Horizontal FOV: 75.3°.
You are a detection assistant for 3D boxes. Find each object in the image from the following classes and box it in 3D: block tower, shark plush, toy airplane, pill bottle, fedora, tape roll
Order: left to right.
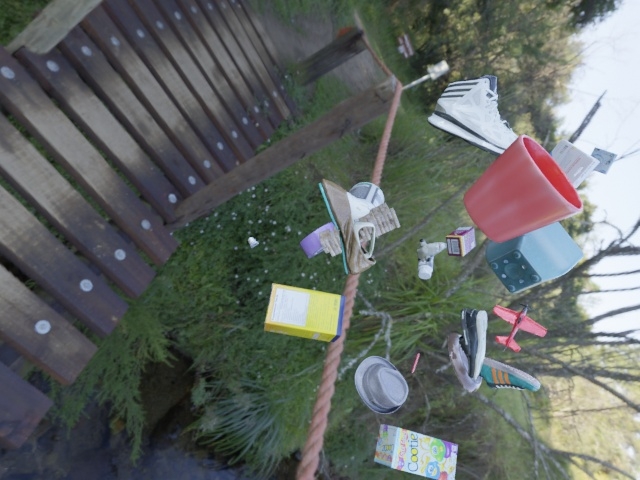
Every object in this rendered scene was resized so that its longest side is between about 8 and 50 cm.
[{"bbox_3d":[0.000,0.000,1.944,0.080,0.189,0.189,57,19,8],"label":"tape roll"},{"bbox_3d":[0.164,-0.047,1.783,0.097,0.335,0.091,-102,166,-56],"label":"block tower"},{"bbox_3d":[0.202,-0.145,2.102,0.204,0.204,0.361,62,26,-17],"label":"pill bottle"},{"bbox_3d":[0.309,0.679,1.959,0.243,0.124,0.275,-34,87,-32],"label":"fedora"},{"bbox_3d":[0.558,0.132,2.205,0.078,0.078,0.137,51,41,-39],"label":"pill bottle"},{"bbox_3d":[0.350,0.046,1.327,0.161,0.067,0.073,89,-17,-64],"label":"shark plush"},{"bbox_3d":[0.558,0.250,1.190,0.028,0.151,0.151,27,45,-65],"label":"toy airplane"}]

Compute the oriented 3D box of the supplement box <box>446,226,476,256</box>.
[{"bbox_3d":[0.363,0.002,1.070,0.083,0.043,0.055,-25,109,-43],"label":"supplement box"}]

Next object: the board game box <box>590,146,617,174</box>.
[{"bbox_3d":[1.180,-0.335,1.746,0.020,0.090,0.090,-6,33,-39],"label":"board game box"}]

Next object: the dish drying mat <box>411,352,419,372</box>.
[{"bbox_3d":[0.403,0.519,1.758,0.032,0.008,0.083,8,101,-63],"label":"dish drying mat"}]

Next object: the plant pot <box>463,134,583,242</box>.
[{"bbox_3d":[0.593,-0.136,1.258,0.274,0.243,0.275,26,43,-27],"label":"plant pot"}]

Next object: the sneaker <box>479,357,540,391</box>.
[{"bbox_3d":[0.830,0.627,1.874,0.108,0.302,0.121,19,87,-37],"label":"sneaker"}]

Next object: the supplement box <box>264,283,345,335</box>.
[{"bbox_3d":[-0.078,0.352,1.994,0.195,0.356,0.194,111,-10,-65],"label":"supplement box"}]

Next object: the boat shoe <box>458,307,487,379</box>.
[{"bbox_3d":[0.488,0.332,1.337,0.084,0.079,0.233,-16,106,-52],"label":"boat shoe"}]

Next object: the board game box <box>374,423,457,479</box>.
[{"bbox_3d":[0.375,0.835,1.631,0.275,0.144,0.142,21,66,-14],"label":"board game box"}]

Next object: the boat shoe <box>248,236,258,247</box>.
[{"bbox_3d":[-0.268,0.005,1.633,0.035,0.035,0.100,60,-5,4],"label":"boat shoe"}]

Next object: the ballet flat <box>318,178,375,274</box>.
[{"bbox_3d":[0.097,-0.044,1.242,0.116,0.124,0.343,-95,168,-61],"label":"ballet flat"}]

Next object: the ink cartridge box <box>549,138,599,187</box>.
[{"bbox_3d":[0.820,-0.245,1.351,0.061,0.104,0.181,21,30,-16],"label":"ink cartridge box"}]

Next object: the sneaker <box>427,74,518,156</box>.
[{"bbox_3d":[0.671,-0.489,1.618,0.447,0.258,0.169,29,25,13],"label":"sneaker"}]

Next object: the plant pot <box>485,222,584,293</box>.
[{"bbox_3d":[0.786,0.062,1.587,0.252,0.248,0.247,-31,82,-39],"label":"plant pot"}]

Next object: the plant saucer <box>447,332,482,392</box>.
[{"bbox_3d":[0.756,0.622,2.142,0.310,0.050,0.311,35,40,-36],"label":"plant saucer"}]
